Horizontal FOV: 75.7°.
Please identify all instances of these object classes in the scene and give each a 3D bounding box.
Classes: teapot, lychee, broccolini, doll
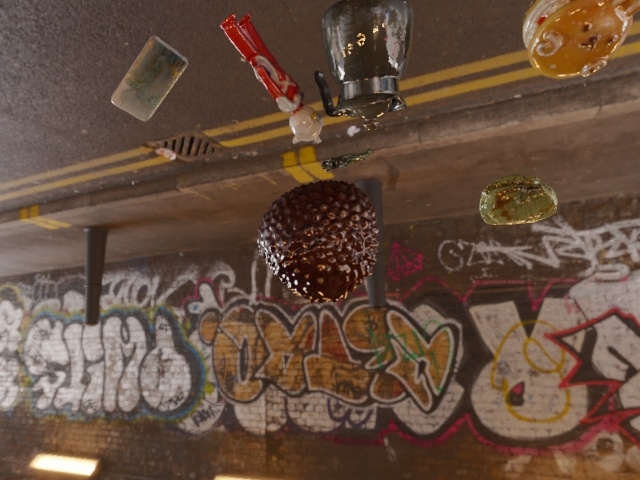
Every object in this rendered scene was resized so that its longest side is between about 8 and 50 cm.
[{"bbox_3d":[0.084,-0.415,1.028,0.305,0.285,0.223,-1,-172,26],"label":"teapot"},{"bbox_3d":[0.000,0.000,0.940,0.275,0.276,0.304,7,142,-45],"label":"lychee"},{"bbox_3d":[0.096,-0.274,1.392,0.123,0.062,0.271,10,-155,31],"label":"broccolini"},{"bbox_3d":[-0.113,-0.422,1.113,0.099,0.384,0.188,-26,-156,22],"label":"doll"}]

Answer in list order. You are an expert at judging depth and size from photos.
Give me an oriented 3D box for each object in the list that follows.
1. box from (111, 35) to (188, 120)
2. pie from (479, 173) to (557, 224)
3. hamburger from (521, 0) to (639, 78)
[{"bbox_3d":[-0.602,-0.563,1.453,0.285,0.044,0.142,-45,134,18],"label":"box"},{"bbox_3d":[0.678,-0.130,1.420,0.248,0.090,0.201,-6,124,20],"label":"pie"},{"bbox_3d":[0.730,-0.596,1.142,0.261,0.186,0.302,22,141,-28],"label":"hamburger"}]
